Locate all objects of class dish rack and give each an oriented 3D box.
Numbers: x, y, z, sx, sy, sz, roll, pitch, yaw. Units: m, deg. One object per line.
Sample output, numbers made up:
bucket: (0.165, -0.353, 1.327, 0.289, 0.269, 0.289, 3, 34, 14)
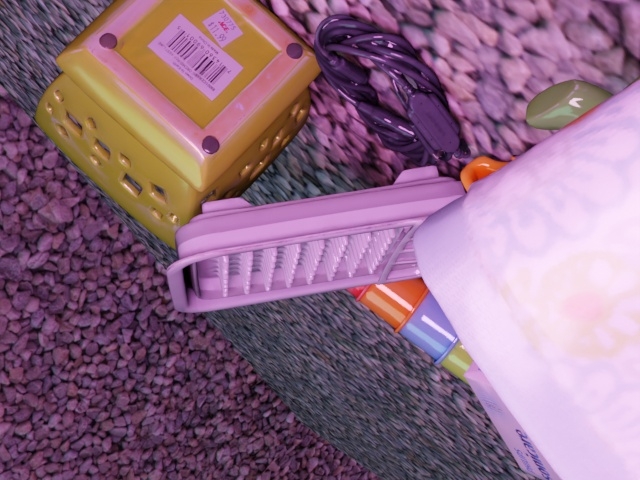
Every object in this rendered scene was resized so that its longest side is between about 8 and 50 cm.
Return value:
dish rack: (0.000, 0.000, 1.192, 0.285, 0.333, 0.072, 110, 150, -76)

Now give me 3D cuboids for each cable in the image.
cable: (0.060, -0.143, 1.043, 0.184, 0.047, 0.150, 46, 170, -26)

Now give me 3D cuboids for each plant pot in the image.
plant pot: (-0.143, -0.157, 1.166, 0.228, 0.227, 0.207, 42, 160, -1)

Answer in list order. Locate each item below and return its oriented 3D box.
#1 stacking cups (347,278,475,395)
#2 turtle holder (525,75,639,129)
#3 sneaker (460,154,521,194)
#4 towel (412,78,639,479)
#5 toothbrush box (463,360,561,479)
stacking cups: (0.140, 0.102, 1.364, 0.316, 0.096, 0.096, 35, 166, 0)
turtle holder: (0.267, -0.002, 0.617, 0.227, 0.243, 0.320, 32, 130, -23)
sneaker: (0.184, -0.033, 0.954, 0.083, 0.084, 0.215, 50, 165, -13)
towel: (0.268, 0.060, 0.441, 0.374, 0.320, 0.090, 51, -159, -14)
toothbrush box: (0.318, 0.184, 1.088, 0.295, 0.126, 0.216, 21, 156, 38)
